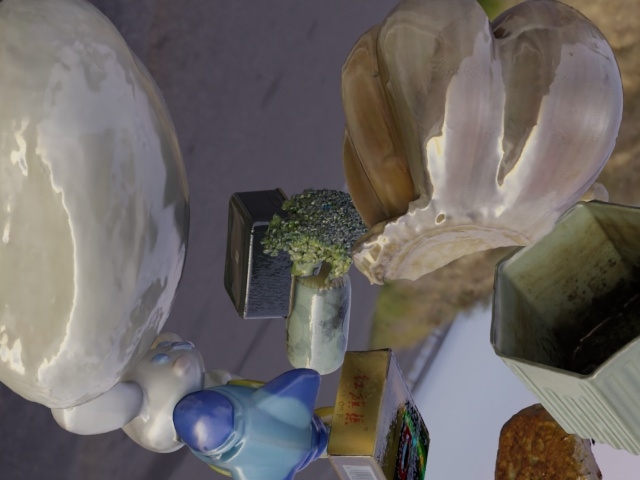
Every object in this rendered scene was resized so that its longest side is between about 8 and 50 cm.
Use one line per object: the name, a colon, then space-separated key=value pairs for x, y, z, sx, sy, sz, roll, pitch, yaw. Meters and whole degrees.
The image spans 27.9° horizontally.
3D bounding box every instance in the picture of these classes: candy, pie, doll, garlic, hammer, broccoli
candy: x=-0.222 y=-0.039 z=1.258 sx=0.427 sy=0.186 sz=0.386 roll=-62 pitch=153 yaw=-86
pie: x=0.371 y=0.421 z=2.127 sx=0.315 sy=0.092 sz=0.315 roll=-173 pitch=-90 yaw=-70
doll: x=-0.133 y=0.220 z=1.707 sx=0.376 sy=0.365 sz=0.187 roll=-56 pitch=162 yaw=-63
garlic: x=0.123 y=-0.104 z=1.090 sx=0.237 sy=0.210 sz=0.292 roll=131 pitch=-31 yaw=-65
hammer: x=-0.046 y=0.094 z=2.284 sx=0.305 sy=0.113 sz=0.202 roll=-137 pitch=-131 yaw=-56
broccoli: x=0.000 y=0.000 z=1.905 sx=0.167 sy=0.154 sz=0.160 roll=-39 pitch=157 yaw=-42

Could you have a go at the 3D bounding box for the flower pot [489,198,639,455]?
flower pot: x=0.320 y=0.093 z=1.386 sx=0.189 sy=0.239 sz=0.209 roll=46 pitch=67 yaw=-37

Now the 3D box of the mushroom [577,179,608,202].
mushroom: x=0.378 y=-0.091 z=1.996 sx=0.103 sy=0.118 sz=0.270 roll=-46 pitch=-149 yaw=4

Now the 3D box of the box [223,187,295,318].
box: x=-0.102 y=0.023 z=2.149 sx=0.144 sy=0.090 sz=0.201 roll=-123 pitch=-146 yaw=-57

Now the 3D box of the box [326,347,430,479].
box: x=0.080 y=0.268 z=1.682 sx=0.240 sy=0.071 sz=0.159 roll=65 pitch=28 yaw=-50
